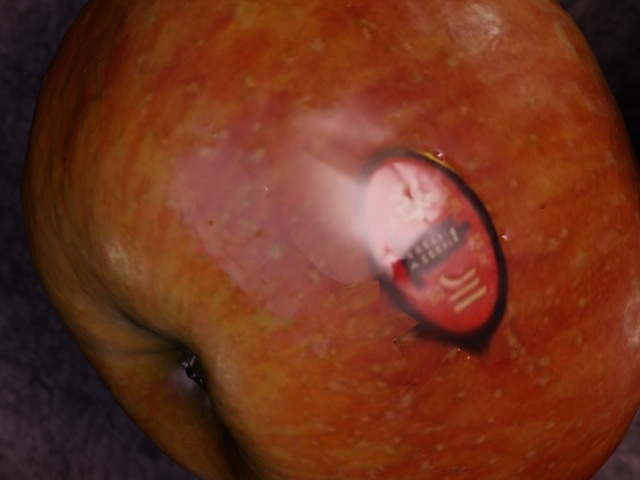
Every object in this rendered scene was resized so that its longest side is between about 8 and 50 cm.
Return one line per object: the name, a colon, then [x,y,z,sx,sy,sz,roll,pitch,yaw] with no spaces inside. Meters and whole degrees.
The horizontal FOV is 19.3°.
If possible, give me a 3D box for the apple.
apple: [0.000,0.000,0.853,0.277,0.250,0.309,-41,73,51]
